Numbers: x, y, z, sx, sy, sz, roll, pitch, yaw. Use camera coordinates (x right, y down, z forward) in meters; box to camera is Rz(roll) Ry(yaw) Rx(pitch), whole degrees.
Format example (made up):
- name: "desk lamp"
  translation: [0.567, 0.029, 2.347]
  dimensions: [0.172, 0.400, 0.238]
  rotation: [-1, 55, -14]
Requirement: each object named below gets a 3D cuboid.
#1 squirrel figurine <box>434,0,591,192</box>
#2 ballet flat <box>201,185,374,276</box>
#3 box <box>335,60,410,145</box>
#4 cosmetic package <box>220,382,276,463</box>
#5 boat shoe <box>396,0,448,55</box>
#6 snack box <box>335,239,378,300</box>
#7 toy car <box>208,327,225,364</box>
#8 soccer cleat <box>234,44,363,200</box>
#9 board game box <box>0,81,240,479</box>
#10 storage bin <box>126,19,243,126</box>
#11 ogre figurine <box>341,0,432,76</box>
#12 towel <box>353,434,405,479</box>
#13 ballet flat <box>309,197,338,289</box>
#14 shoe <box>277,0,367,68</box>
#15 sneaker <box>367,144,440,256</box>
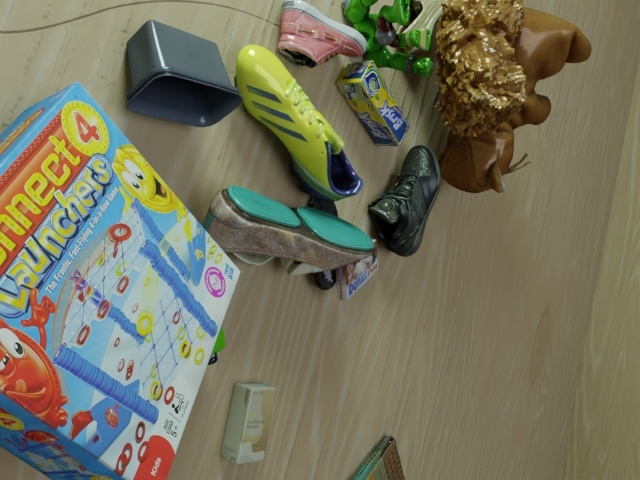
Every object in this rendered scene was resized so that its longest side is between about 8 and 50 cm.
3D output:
- name: "squirrel figurine"
  translation: [0.325, -0.288, 1.212]
  dimensions: [0.397, 0.281, 0.370]
  rotation: [8, 103, -58]
- name: "ballet flat"
  translation: [-0.051, -0.001, 0.916]
  dimensions: [0.316, 0.107, 0.106]
  rotation: [18, 119, -42]
- name: "box"
  translation: [0.098, -0.245, 1.082]
  dimensions: [0.169, 0.059, 0.054]
  rotation: [47, 63, -43]
- name: "cosmetic package"
  translation: [-0.111, 0.282, 0.927]
  dimensions: [0.060, 0.041, 0.115]
  rotation: [14, 85, -50]
- name: "boat shoe"
  translation: [0.201, -0.459, 1.175]
  dimensions: [0.072, 0.068, 0.189]
  rotation: [35, 68, -33]
- name: "snack box"
  translation: [0.069, 0.050, 1.084]
  dimensions: [0.178, 0.022, 0.064]
  rotation: [-34, 123, -63]
- name: "toy car"
  translation: [-0.216, 0.179, 0.773]
  dimensions: [0.225, 0.053, 0.238]
  rotation: [-39, 129, -43]
- name: "soccer cleat"
  translation: [-0.022, -0.174, 0.899]
  dimensions: [0.093, 0.121, 0.289]
  rotation: [-57, 134, -27]
- name: "board game box"
  translation: [-0.235, 0.051, 0.600]
  dimensions: [0.302, 0.086, 0.308]
  rotation: [55, 32, -34]
- name: "storage bin"
  translation: [-0.178, -0.205, 0.742]
  dimensions: [0.135, 0.098, 0.091]
  rotation: [4, 65, -50]
- name: "ogre figurine"
  translation: [0.111, -0.368, 1.034]
  dimensions: [0.197, 0.118, 0.096]
  rotation: [33, 66, -49]
- name: "towel"
  translation: [0.071, 0.613, 1.204]
  dimensions: [0.370, 0.040, 0.271]
  rotation: [-39, 125, -42]
- name: "ballet flat"
  translation: [0.000, 0.000, 1.027]
  dimensions: [0.058, 0.049, 0.173]
  rotation: [-2, 93, -21]
- name: "shoe"
  translation: [0.002, -0.311, 0.959]
  dimensions: [0.178, 0.064, 0.081]
  rotation: [12, 87, -45]
- name: "sneaker"
  translation: [0.165, -0.089, 1.166]
  dimensions: [0.130, 0.087, 0.227]
  rotation: [23, 83, -56]
